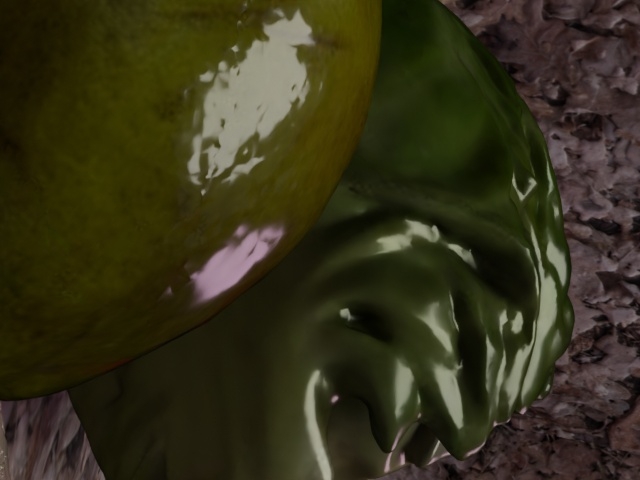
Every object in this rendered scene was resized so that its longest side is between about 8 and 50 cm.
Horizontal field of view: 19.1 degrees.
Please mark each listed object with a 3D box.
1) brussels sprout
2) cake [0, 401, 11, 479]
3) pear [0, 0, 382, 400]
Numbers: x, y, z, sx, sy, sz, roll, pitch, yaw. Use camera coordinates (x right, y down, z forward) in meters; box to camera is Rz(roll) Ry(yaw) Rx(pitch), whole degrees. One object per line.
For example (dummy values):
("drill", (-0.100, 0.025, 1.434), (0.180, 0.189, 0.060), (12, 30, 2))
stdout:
("brussels sprout", (-0.012, -0.015, 1.287), (0.425, 0.342, 0.361), (11, 63, -86))
("cake", (-0.207, 0.134, 1.085), (0.121, 0.052, 0.065), (94, 6, -46))
("pear", (-0.099, -0.088, 0.806), (0.269, 0.269, 0.321), (77, 38, -71))
